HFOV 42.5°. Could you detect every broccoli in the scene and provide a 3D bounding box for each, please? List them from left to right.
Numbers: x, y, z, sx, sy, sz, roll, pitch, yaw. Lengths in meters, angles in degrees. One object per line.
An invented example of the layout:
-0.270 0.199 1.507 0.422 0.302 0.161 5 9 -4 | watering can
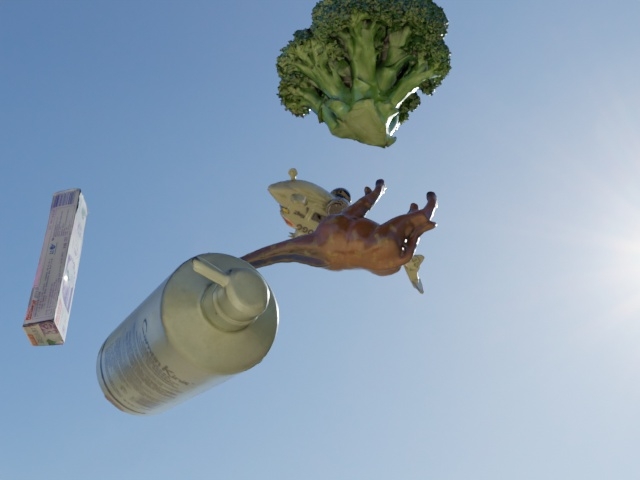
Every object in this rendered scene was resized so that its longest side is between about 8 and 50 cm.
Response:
0.048 -0.185 0.873 0.195 0.156 0.195 14 -25 7 | broccoli

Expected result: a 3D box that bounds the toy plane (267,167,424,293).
0.044 -0.012 1.273 0.286 0.092 0.108 25 -76 -6 | toy plane

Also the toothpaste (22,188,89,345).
-0.298 0.026 0.934 0.040 0.196 0.047 -3 -40 0 | toothpaste

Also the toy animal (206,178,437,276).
0.000 0.000 0.952 0.224 0.229 0.066 20 -39 34 | toy animal

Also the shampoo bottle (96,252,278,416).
-0.098 0.071 0.606 0.085 0.085 0.262 16 -25 -21 | shampoo bottle
